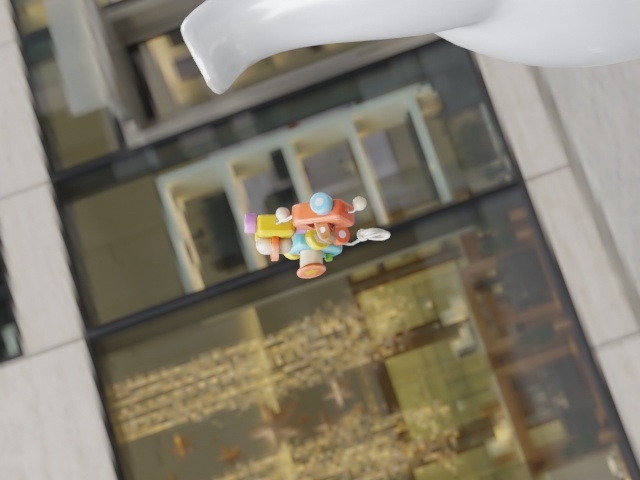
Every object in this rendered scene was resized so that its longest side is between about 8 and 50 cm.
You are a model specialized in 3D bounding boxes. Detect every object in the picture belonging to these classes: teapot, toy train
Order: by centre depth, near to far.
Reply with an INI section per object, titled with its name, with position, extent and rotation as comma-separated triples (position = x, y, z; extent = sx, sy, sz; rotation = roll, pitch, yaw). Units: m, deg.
[teapot]
position = 0.063, -0.191, 0.593
extent = 0.256, 0.187, 0.253
rotation = -13, -78, -60
[toy train]
position = 0.000, 0.000, 1.336
extent = 0.166, 0.125, 0.046
rotation = 33, -126, -66
